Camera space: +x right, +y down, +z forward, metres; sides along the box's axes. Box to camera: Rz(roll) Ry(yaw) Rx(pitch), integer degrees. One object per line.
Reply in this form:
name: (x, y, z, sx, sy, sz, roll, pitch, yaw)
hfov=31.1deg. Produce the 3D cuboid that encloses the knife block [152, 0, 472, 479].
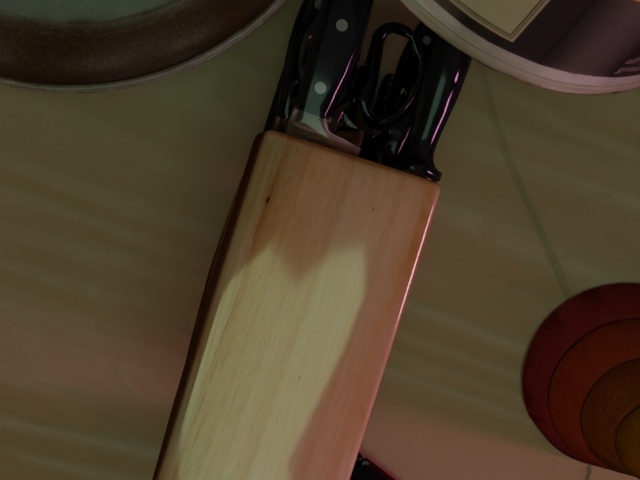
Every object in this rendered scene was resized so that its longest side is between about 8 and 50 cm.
knife block: (0.000, 0.000, 0.554, 0.088, 0.276, 0.242, 17, 136, -6)

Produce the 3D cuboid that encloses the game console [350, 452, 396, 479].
game console: (-0.011, 0.200, 0.695, 0.085, 0.124, 0.144, 45, 102, 13)

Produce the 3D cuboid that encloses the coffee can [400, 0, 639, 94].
coffee can: (0.147, -0.214, 0.437, 0.201, 0.202, 0.275, 28, 145, -10)

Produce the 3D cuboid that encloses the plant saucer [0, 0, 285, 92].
plant saucer: (-0.129, -0.230, 0.571, 0.310, 0.050, 0.311, 0, 107, -1)

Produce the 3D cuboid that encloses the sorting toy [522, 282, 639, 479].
sorting toy: (0.272, 0.019, 0.620, 0.365, 0.126, 0.127, -43, 104, 12)
